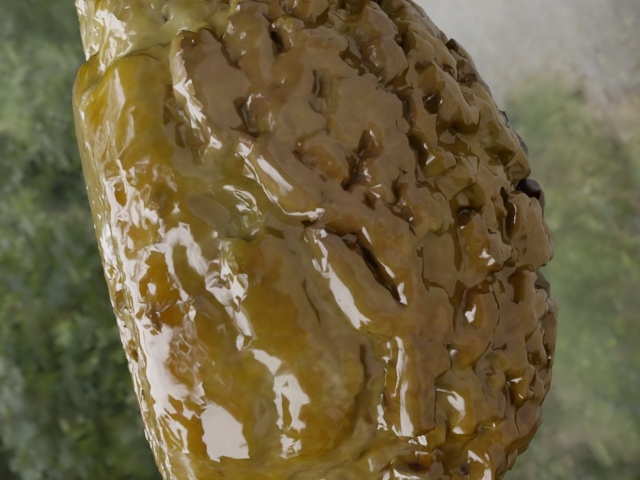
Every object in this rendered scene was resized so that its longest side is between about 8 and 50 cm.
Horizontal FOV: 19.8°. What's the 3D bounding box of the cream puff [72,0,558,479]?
[{"bbox_3d":[0.000,0.000,0.966,0.327,0.231,0.343,90,165,-66],"label":"cream puff"}]
